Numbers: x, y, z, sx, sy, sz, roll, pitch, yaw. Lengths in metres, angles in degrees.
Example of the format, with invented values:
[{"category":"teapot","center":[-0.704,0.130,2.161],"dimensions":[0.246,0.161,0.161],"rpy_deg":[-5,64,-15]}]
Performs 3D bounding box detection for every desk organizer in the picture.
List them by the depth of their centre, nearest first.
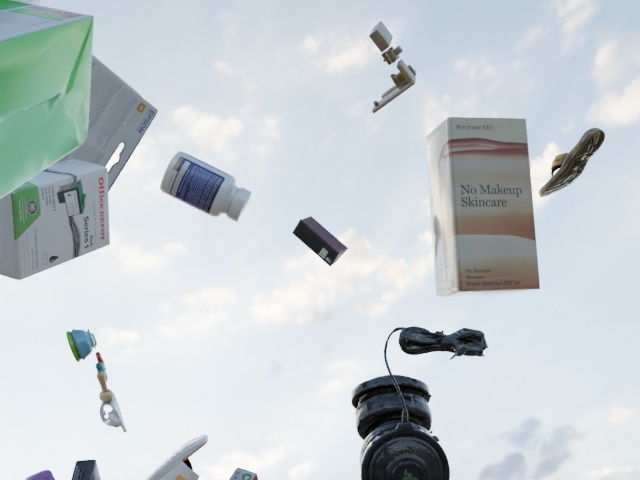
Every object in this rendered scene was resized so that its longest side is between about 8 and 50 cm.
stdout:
[{"category":"desk organizer","center":[0.000,0.000,1.748],"dimensions":[0.050,0.130,0.047],"rpy_deg":[-24,-29,-56]}]

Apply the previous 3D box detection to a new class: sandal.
[{"category":"sandal","center":[-0.279,0.440,1.228],"dimensions":[0.265,0.076,0.102],"rpy_deg":[-42,-3,-6]},{"category":"sandal","center":[0.485,-0.156,1.406],"dimensions":[0.072,0.049,0.180],"rpy_deg":[-9,-38,-33]}]

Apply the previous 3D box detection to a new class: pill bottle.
[{"category":"pill bottle","center":[-0.163,-0.074,1.035],"dimensions":[0.120,0.067,0.067],"rpy_deg":[26,-43,-2]}]

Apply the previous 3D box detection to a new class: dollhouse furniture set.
[{"category":"dollhouse furniture set","center":[0.139,-0.422,1.750],"dimensions":[0.123,0.144,0.151],"rpy_deg":[-34,-74,24]}]

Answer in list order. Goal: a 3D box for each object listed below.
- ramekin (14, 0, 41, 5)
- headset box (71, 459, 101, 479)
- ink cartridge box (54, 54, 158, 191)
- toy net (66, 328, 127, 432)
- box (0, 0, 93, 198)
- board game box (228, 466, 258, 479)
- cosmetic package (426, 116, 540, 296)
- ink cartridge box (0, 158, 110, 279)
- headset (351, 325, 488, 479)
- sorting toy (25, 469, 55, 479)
[{"category":"ramekin","center":[-0.477,-0.346,0.873],"dimensions":[0.277,0.135,0.277],"rpy_deg":[25,-30,15]},{"category":"headset box","center":[-0.348,0.372,1.067],"dimensions":[0.032,0.062,0.083],"rpy_deg":[-4,-57,-3]},{"category":"ink cartridge box","center":[-0.559,-0.245,1.625],"dimensions":[0.324,0.071,0.330],"rpy_deg":[-59,-26,-5]},{"category":"toy net","center":[-0.455,0.289,1.469],"dimensions":[0.045,0.232,0.122],"rpy_deg":[-21,-10,-16]},{"category":"box","center":[-0.332,-0.117,0.542],"dimensions":[0.230,0.262,0.127],"rpy_deg":[13,-67,1]},{"category":"board game box","center":[-0.193,0.605,1.333],"dimensions":[0.053,0.305,0.193],"rpy_deg":[9,-51,25]},{"category":"cosmetic package","center":[0.278,-0.054,1.249],"dimensions":[0.153,0.297,0.129],"rpy_deg":[-2,-9,-10]},{"category":"ink cartridge box","center":[-0.481,-0.044,1.277],"dimensions":[0.092,0.219,0.161],"rpy_deg":[14,-68,25]},{"category":"headset","center":[0.145,0.300,1.107],"dimensions":[0.185,0.243,0.395],"rpy_deg":[-1,-61,-3]},{"category":"sorting toy","center":[-0.321,0.450,0.862],"dimensions":[0.126,0.365,0.127],"rpy_deg":[-25,-37,-24]}]
